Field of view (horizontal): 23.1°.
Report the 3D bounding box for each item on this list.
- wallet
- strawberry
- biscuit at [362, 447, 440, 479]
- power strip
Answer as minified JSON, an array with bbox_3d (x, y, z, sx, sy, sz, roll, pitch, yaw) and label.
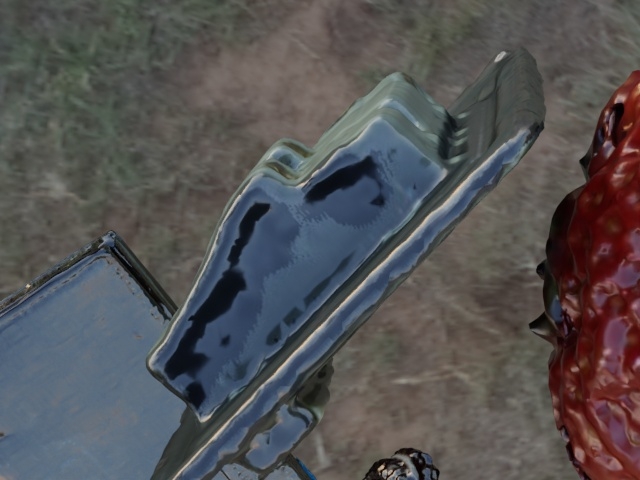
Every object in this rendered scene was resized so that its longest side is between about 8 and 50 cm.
[{"bbox_3d":[-0.104,0.150,0.979,0.169,0.317,0.044,-34,28,6],"label":"wallet"},{"bbox_3d":[0.231,0.031,0.685,0.288,0.250,0.238,12,66,56],"label":"strawberry"},{"bbox_3d":[0.038,0.129,0.620,0.089,0.027,0.087,-114,21,-45],"label":"biscuit"},{"bbox_3d":[-0.002,0.000,0.756,0.092,0.257,0.251,36,105,-4],"label":"power strip"}]
